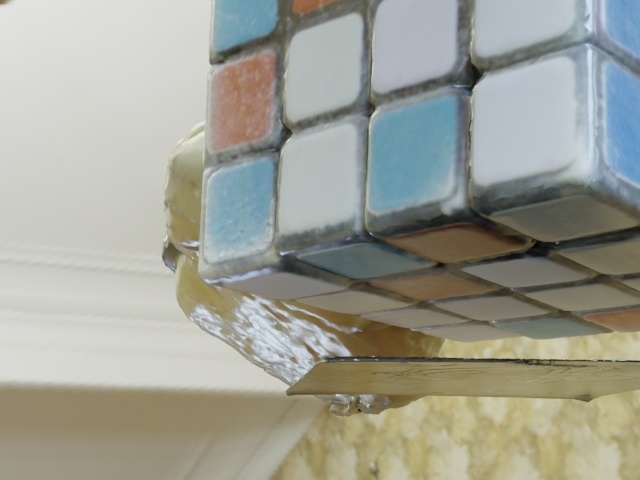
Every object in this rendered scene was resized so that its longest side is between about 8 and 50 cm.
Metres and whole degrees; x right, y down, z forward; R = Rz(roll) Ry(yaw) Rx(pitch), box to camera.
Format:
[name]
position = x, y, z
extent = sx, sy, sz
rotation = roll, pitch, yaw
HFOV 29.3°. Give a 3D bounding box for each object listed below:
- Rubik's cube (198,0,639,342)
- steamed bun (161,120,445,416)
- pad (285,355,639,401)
[Rubik's cube]
position = 0.107, -0.090, 0.686
extent = 0.253, 0.256, 0.259
rotation = -12, -21, 42
[steamed bun]
position = 0.004, 0.001, 1.156
extent = 0.230, 0.325, 0.372
rotation = -55, -15, -23
[pad]
position = 0.075, 0.062, 0.536
extent = 0.170, 0.006, 0.245
rotation = 1, -10, -5
